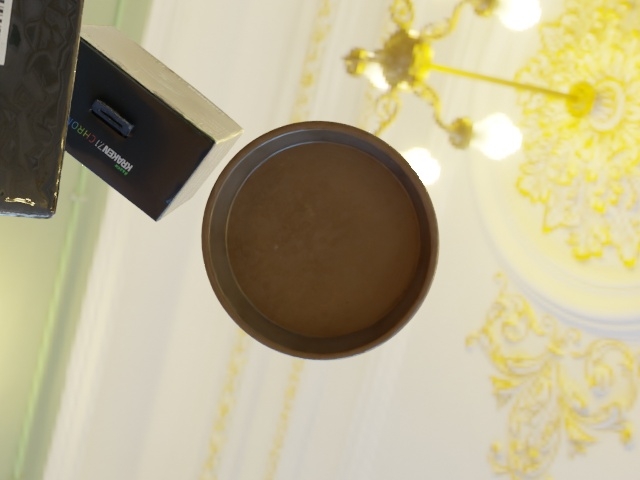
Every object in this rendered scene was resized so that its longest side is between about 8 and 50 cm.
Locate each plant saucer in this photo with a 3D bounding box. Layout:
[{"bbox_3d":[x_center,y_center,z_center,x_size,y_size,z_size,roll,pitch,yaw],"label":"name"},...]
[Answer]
[{"bbox_3d":[0.000,0.000,1.461,0.277,0.041,0.278,1,-82,9],"label":"plant saucer"}]

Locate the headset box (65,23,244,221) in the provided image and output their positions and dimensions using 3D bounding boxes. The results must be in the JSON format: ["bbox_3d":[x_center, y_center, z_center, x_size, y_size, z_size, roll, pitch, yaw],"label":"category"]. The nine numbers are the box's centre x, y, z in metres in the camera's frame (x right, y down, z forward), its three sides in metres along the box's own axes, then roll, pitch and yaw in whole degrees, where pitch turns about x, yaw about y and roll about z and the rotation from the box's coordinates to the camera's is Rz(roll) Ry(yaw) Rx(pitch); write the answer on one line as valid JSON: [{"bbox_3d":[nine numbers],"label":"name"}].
[{"bbox_3d":[-0.250,-0.161,1.653,0.131,0.246,0.283,-52,-179,10],"label":"headset box"}]

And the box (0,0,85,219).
[{"bbox_3d":[-0.474,-0.287,1.367,0.471,0.297,0.480,10,-88,54],"label":"box"}]
